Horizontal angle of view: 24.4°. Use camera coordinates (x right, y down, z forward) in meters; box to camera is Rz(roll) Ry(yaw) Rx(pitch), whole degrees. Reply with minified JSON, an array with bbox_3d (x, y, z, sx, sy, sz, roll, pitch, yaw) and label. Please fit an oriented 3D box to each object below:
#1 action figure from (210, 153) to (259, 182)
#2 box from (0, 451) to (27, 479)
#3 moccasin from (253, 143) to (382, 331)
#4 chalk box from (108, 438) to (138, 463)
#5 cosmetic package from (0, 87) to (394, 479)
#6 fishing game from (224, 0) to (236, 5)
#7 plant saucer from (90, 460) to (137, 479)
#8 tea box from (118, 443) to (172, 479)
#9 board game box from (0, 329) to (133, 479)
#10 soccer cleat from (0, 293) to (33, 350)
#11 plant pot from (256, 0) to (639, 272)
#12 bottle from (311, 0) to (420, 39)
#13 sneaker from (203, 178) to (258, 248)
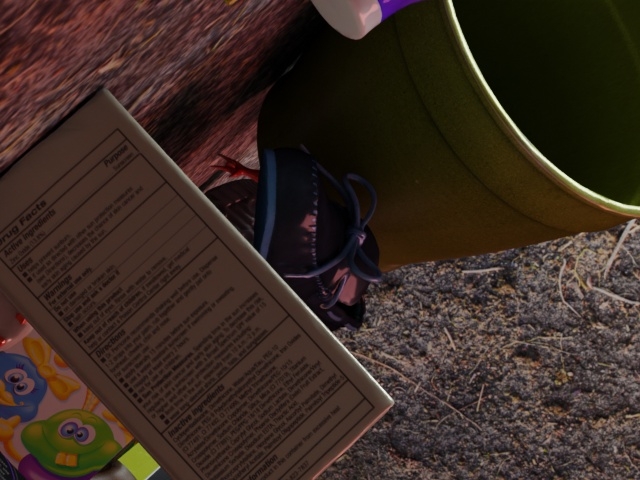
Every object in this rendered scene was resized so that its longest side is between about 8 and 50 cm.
[{"bbox_3d":[-0.017,-0.138,1.657,0.091,0.139,0.280,-52,-167,55],"label":"action figure"},{"bbox_3d":[-0.385,0.237,1.143,0.270,0.165,0.143,-44,177,21],"label":"box"},{"bbox_3d":[0.000,0.000,1.358,0.342,0.116,0.138,87,7,-74],"label":"moccasin"},{"bbox_3d":[-0.170,0.072,1.563,0.179,0.180,0.289,-40,177,-45],"label":"chalk box"},{"bbox_3d":[-0.103,0.056,1.054,0.153,0.296,0.129,-41,178,-5],"label":"cosmetic package"},{"bbox_3d":[-0.001,-0.217,0.923,0.189,0.041,0.264,-41,177,-17],"label":"fishing game"},{"bbox_3d":[-0.339,0.257,1.610,0.310,0.310,0.050,-13,108,-85],"label":"plant saucer"},{"bbox_3d":[-0.327,0.348,2.028,0.220,0.323,0.329,-45,176,20],"label":"tea box"},{"bbox_3d":[-0.202,0.088,1.284,0.275,0.142,0.144,-44,-158,19],"label":"board game box"},{"bbox_3d":[-0.281,0.069,1.187,0.196,0.068,0.076,-36,-174,29],"label":"soccer cleat"},{"bbox_3d":[0.131,-0.130,1.445,0.353,0.366,0.366,-30,-173,45],"label":"plant pot"},{"bbox_3d":[0.110,-0.265,1.134,0.283,0.092,0.118,-42,148,-15],"label":"bottle"},{"bbox_3d":[-0.186,0.035,1.803,0.319,0.112,0.131,-40,-166,-4],"label":"sneaker"}]
